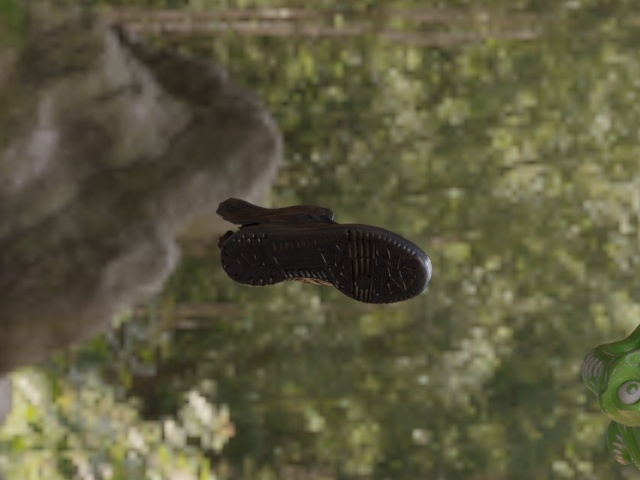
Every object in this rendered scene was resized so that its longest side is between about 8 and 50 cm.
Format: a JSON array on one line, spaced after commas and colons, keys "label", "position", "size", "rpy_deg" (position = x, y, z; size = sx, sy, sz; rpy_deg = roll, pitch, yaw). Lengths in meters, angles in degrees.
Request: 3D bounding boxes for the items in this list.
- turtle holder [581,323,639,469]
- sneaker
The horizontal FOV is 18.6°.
[{"label": "turtle holder", "position": [0.412, 0.146, 1.899], "size": [0.320, 0.243, 0.227], "rpy_deg": [46, -7, -29]}, {"label": "sneaker", "position": [0.000, 0.003, 1.301], "size": [0.089, 0.170, 0.051], "rpy_deg": [-38, 130, -65]}]
